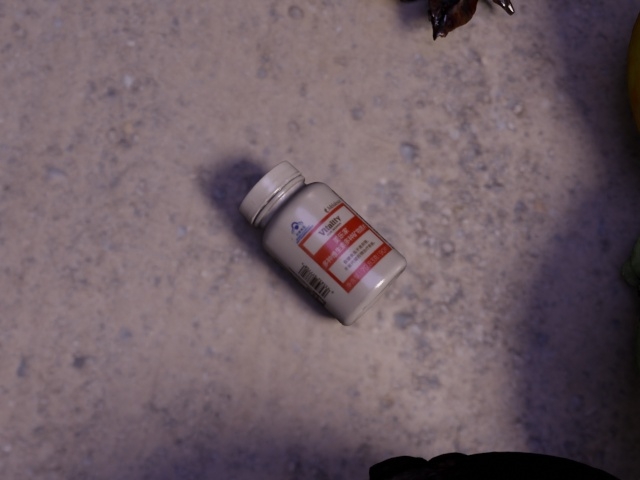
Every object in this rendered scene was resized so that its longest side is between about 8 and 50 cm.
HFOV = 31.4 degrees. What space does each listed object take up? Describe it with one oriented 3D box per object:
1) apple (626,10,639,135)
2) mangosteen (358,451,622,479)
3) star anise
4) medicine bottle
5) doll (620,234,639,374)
[{"bbox_3d":[0.419,-0.153,0.986,0.301,0.301,0.302,2,73,-7],"label":"apple"},{"bbox_3d":[0.113,0.351,0.726,0.382,0.382,0.435,-10,63,-11],"label":"mangosteen"},{"bbox_3d":[0.118,-0.257,1.089,0.212,0.053,0.157,34,71,1],"label":"star anise"},{"bbox_3d":[0.000,0.000,0.980,0.140,0.079,0.079,44,73,7],"label":"medicine bottle"},{"bbox_3d":[0.299,0.052,1.009,0.115,0.077,0.150,26,71,-47],"label":"doll"}]
